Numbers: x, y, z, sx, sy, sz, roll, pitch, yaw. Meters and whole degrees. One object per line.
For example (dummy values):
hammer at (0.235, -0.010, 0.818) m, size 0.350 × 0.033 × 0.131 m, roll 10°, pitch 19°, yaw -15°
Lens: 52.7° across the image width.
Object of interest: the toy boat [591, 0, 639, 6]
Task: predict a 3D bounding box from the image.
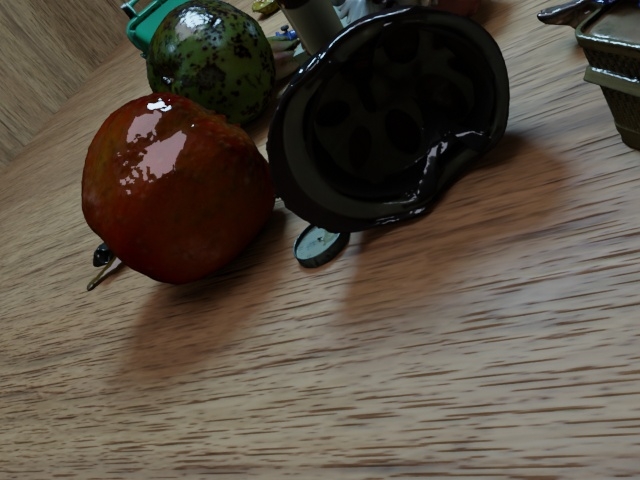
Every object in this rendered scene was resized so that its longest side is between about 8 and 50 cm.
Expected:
toy boat at (0.362, -0.332, 0.560) m, size 0.295 × 0.088 × 0.129 m, roll -40°, pitch 30°, yaw 1°

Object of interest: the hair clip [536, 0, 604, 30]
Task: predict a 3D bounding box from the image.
hair clip at (0.409, -0.321, 0.763) m, size 0.300 × 0.069 × 0.173 m, roll -25°, pitch 10°, yaw 41°

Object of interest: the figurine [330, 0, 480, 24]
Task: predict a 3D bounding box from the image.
figurine at (0.163, -0.427, 1.038) m, size 0.386 × 0.166 × 0.207 m, roll -14°, pitch 31°, yaw -31°

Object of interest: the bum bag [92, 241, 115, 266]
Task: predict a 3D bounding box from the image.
bum bag at (-0.365, -0.072, 1.312) m, size 0.142 × 0.079 × 0.326 m, roll -29°, pitch 35°, yaw 32°

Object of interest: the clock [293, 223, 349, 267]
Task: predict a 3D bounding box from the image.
clock at (0.000, 0.000, 0.867) m, size 0.085 × 0.017 × 0.085 m, roll -28°, pitch 32°, yaw 20°

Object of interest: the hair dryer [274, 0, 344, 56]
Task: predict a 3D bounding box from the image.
hair dryer at (0.013, -0.260, 0.893) m, size 0.203 × 0.362 × 0.128 m, roll -34°, pitch 64°, yaw 7°

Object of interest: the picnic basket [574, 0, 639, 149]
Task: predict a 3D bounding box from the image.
picnic basket at (0.386, -0.196, 0.582) m, size 0.266 × 0.139 × 0.165 m, roll -40°, pitch 30°, yaw -1°

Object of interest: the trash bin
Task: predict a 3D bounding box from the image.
trash bin at (-0.309, -0.506, 1.628) m, size 0.259 × 0.295 × 0.381 m, roll -42°, pitch 36°, yaw -3°

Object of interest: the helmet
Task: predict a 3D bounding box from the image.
helmet at (0.071, -0.163, 0.804) m, size 0.305 × 0.225 × 0.177 m, roll -32°, pitch 26°, yaw 13°

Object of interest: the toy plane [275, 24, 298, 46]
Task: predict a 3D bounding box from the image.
toy plane at (-0.053, -0.506, 1.570) m, size 0.167 × 0.054 × 0.062 m, roll -15°, pitch 13°, yaw 37°

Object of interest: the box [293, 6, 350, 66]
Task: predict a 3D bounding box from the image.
box at (0.049, -0.423, 1.305) m, size 0.129 × 0.086 × 0.225 m, roll -15°, pitch 39°, yaw 35°

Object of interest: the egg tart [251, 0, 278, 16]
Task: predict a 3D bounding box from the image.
egg tart at (-0.153, -0.724, 1.959) m, size 0.130 × 0.052 × 0.130 m, roll -26°, pitch 34°, yaw 19°

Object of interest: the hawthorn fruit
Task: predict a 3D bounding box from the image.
hawthorn fruit at (-0.237, -0.054, 0.969) m, size 0.330 × 0.287 × 0.287 m, roll -53°, pitch 32°, yaw -10°

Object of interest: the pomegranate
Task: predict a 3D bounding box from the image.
pomegranate at (-0.188, -0.375, 1.370) m, size 0.340 × 0.285 × 0.284 m, roll -24°, pitch 17°, yaw -38°
